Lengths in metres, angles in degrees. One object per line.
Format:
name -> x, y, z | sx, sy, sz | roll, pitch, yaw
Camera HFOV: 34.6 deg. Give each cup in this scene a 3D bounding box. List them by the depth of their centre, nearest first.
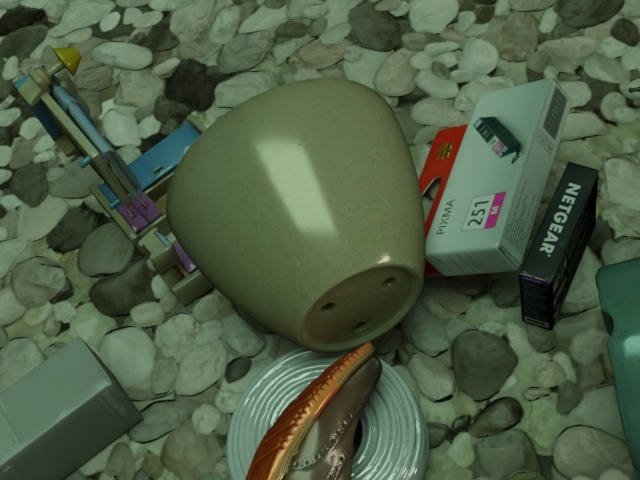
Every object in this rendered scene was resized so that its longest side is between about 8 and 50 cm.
cup -> 0.000, 0.000, 1.290 | 0.331, 0.331, 0.237 | -27, 56, -3

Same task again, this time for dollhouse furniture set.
dollhouse furniture set -> -0.234, -0.124, 1.444 | 0.198, 0.303, 0.286 | -39, 58, -10

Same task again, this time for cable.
cable -> 0.004, 0.252, 1.280 | 0.257, 0.089, 0.257 | -40, 58, -12

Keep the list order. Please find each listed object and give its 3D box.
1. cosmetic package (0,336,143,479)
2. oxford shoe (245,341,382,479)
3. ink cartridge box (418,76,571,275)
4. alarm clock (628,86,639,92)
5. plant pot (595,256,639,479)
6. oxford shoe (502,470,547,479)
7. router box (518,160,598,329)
cosmetic package -> -0.369, 0.251, 1.352 | 0.238, 0.127, 0.107 | -36, 57, -7
oxford shoe -> -0.014, 0.276, 1.168 | 0.133, 0.130, 0.363 | 37, 62, -3
ink cartridge box -> 0.195, -0.079, 1.390 | 0.239, 0.060, 0.275 | -7, 52, 46
alarm clock -> 0.546, -0.208, 1.447 | 0.192, 0.064, 0.129 | 28, 69, 29
plant pot -> 0.490, 0.121, 1.120 | 0.334, 0.341, 0.341 | -11, 57, 17
oxford shoe -> 0.124, 0.372, 1.184 | 0.348, 0.123, 0.130 | -20, 30, 3
router box -> 0.310, 0.008, 1.330 | 0.046, 0.133, 0.178 | 18, 64, 22
